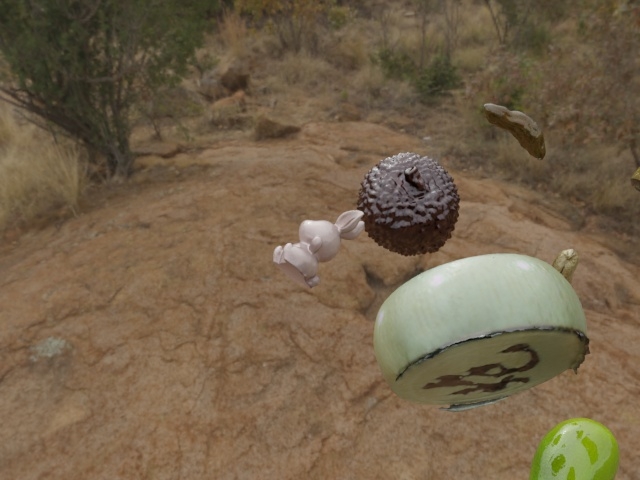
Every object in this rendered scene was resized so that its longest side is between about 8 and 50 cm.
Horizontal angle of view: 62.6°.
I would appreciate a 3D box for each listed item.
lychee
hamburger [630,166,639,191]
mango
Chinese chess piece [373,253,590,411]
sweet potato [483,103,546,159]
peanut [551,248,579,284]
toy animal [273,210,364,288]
[{"bbox_3d":[0.256,-0.102,1.544,0.306,0.330,0.306,0,63,-1],"label":"lychee"},{"bbox_3d":[0.846,-0.135,1.167,0.192,0.167,0.288,-44,1,18],"label":"hamburger"},{"bbox_3d":[0.611,0.593,1.309,0.343,0.192,0.156,-46,2,-23],"label":"mango"},{"bbox_3d":[0.266,0.169,0.897,0.350,0.349,0.146,-9,54,0],"label":"Chinese chess piece"},{"bbox_3d":[0.394,-0.231,1.057,0.182,0.054,0.053,28,37,-23],"label":"sweet potato"},{"bbox_3d":[0.760,0.098,1.652,0.080,0.174,0.080,2,38,-1],"label":"peanut"},{"bbox_3d":[-0.001,-0.002,1.167,0.124,0.124,0.212,23,58,44],"label":"toy animal"}]
